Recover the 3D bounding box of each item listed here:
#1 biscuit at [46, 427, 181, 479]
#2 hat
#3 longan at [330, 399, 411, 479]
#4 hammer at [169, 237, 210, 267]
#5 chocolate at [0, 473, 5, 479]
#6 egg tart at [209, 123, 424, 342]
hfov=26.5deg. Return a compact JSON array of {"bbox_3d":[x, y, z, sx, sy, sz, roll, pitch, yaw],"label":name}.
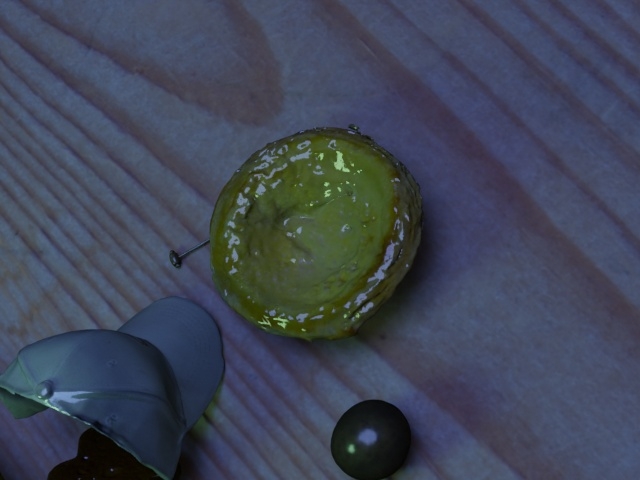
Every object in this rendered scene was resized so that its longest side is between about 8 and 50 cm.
[{"bbox_3d":[-0.272,0.320,1.764,0.180,0.039,0.236,-5,31,8],"label":"biscuit"},{"bbox_3d":[-0.258,0.158,1.789,0.258,0.168,0.301,18,44,23],"label":"hat"},{"bbox_3d":[0.061,0.248,1.706,0.106,0.106,0.119,-36,20,2],"label":"longan"},{"bbox_3d":[-0.162,0.000,1.950,0.123,0.014,0.029,-29,69,3],"label":"hammer"},{"bbox_3d":[-0.520,0.327,1.812,0.445,0.162,0.162,31,80,38],"label":"chocolate"},{"bbox_3d":[0.000,0.000,1.827,0.315,0.120,0.315,-8,66,18],"label":"egg tart"}]
